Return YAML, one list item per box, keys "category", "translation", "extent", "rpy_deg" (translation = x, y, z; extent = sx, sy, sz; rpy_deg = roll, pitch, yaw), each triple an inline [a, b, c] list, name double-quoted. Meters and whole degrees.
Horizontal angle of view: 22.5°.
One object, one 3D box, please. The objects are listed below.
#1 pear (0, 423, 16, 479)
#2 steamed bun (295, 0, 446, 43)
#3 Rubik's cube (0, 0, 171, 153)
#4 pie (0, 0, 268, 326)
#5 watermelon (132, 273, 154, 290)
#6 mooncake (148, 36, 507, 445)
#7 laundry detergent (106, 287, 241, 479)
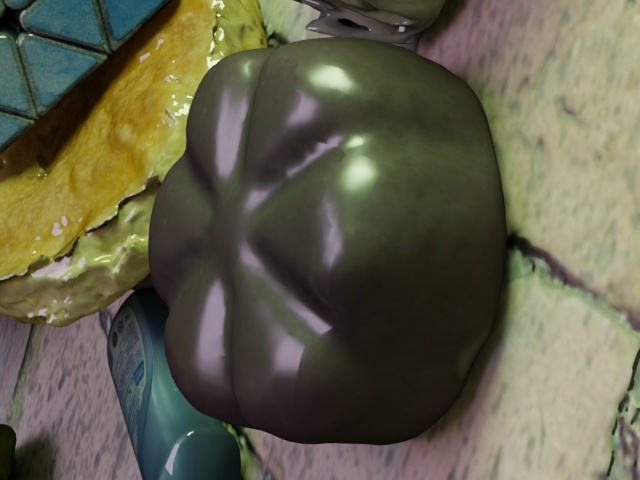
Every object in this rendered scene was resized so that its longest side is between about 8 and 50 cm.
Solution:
- category: "pear"
  translation: [-0.363, 0.254, 1.440]
  extent: [0.239, 0.288, 0.139]
  rpy_deg: [-39, 67, 27]
- category: "steamed bun"
  translation: [0.009, -0.227, 0.929]
  extent: [0.218, 0.144, 0.211]
  rpy_deg: [42, 120, 59]
- category: "Rubik's cube"
  translation: [-0.205, -0.127, 1.139]
  extent: [0.191, 0.211, 0.178]
  rpy_deg: [15, 95, 20]
- category: "pie"
  translation: [-0.176, -0.089, 1.184]
  extent: [0.340, 0.083, 0.339]
  rpy_deg: [-22, 48, 27]
- category: "watermelon"
  translation: [-0.124, -0.056, 1.222]
  extent: [0.139, 0.071, 0.187]
  rpy_deg: [-7, 75, 57]
- category: "mooncake"
  translation: [0.000, 0.000, 0.905]
  extent: [0.245, 0.133, 0.244]
  rpy_deg: [-13, 74, 54]
- category: "laundry detergent"
  translation: [-0.102, 0.131, 1.126]
  extent: [0.096, 0.061, 0.206]
  rpy_deg: [-59, 35, 32]
